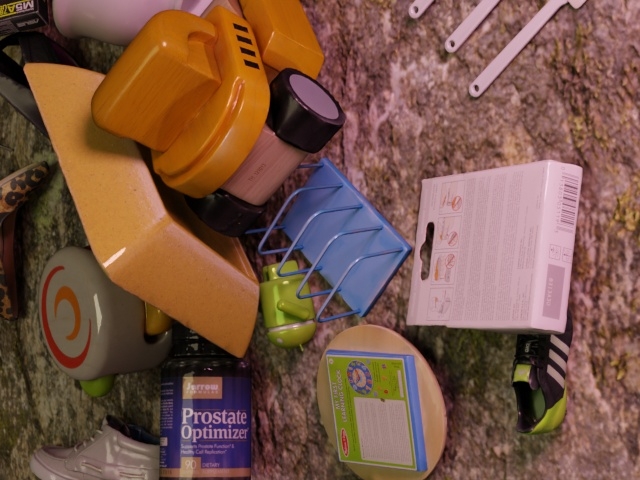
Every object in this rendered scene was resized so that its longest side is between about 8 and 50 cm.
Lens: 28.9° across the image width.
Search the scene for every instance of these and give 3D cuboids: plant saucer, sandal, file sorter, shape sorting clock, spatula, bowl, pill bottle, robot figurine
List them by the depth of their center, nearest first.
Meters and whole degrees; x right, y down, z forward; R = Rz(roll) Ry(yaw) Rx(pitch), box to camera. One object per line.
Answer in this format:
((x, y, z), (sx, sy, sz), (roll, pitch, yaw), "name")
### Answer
((0.206, -0.288, 1.359), (0.168, 0.019, 0.242), (53, 126, 14), "spatula")
((0.000, 0.000, 1.513), (0.170, 0.104, 0.118), (48, 123, 25), "file sorter")
((0.073, 0.203, 1.521), (0.206, 0.040, 0.206), (10, 107, 38), "shape sorting clock")
((-0.196, -0.049, 1.527), (0.081, 0.333, 0.333), (-32, 59, 10), "plant saucer")
((-0.195, -0.354, 1.544), (0.134, 0.298, 0.298), (30, 117, 5), "bowl")
((-0.042, 0.085, 1.584), (0.101, 0.067, 0.115), (165, 94, -68), "robot figurine")
((-0.152, 0.220, 1.648), (0.122, 0.122, 0.219), (-8, 78, 40), "pill bottle")
((-0.363, -0.200, 1.781), (0.445, 0.167, 0.107), (41, 92, 22), "sandal")

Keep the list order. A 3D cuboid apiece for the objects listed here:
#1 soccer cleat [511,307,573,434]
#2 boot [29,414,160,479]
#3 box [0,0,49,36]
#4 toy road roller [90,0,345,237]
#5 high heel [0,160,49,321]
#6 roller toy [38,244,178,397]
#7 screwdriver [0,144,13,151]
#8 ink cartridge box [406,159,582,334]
((0.237, 0.125, 1.351), (0.060, 0.072, 0.179), (1, 97, 40), "soccer cleat")
((-0.323, 0.316, 1.849), (0.258, 0.095, 0.123), (13, 98, 30), "boot")
((-0.485, -0.371, 1.763), (0.190, 0.045, 0.184), (-12, 71, 7), "box")
((-0.138, -0.189, 1.444), (0.202, 0.240, 0.330), (-46, 38, 25), "toy road roller")
((-0.470, 0.003, 1.946), (0.261, 0.093, 0.186), (-35, 96, 25), "high heel")
((-0.292, 0.093, 1.743), (0.191, 0.146, 0.209), (58, 135, 28), "roller toy")
((-0.553, -0.166, 2.016), (0.169, 0.025, 0.024), (17, 106, 28), "screwdriver")
((0.188, 0.012, 1.374), (0.224, 0.056, 0.181), (-7, 73, 60), "ink cartridge box")
